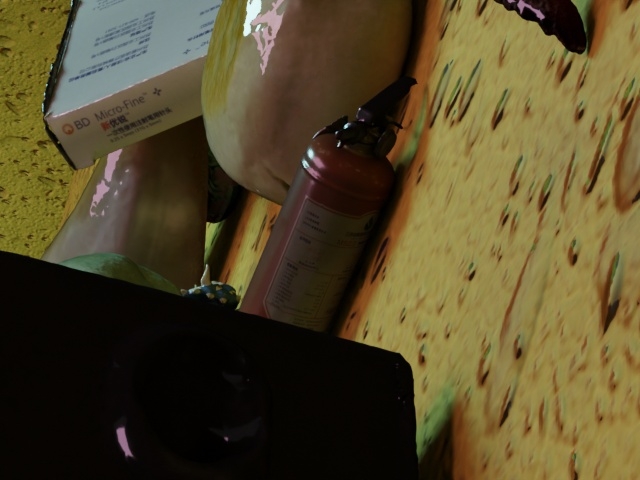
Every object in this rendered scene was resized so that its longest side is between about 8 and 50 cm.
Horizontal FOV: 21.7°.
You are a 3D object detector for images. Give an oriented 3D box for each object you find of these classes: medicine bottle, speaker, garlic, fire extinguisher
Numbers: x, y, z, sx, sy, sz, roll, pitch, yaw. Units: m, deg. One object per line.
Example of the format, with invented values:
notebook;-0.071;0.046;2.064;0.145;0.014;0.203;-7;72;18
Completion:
medicine bottle;-0.087;-0.150;1.134;0.201;0.052;0.171;-21;37;19
speaker;-0.078;0.178;0.590;0.254;0.184;0.232;-90;21;-47
garlic;-0.148;0.007;1.257;0.143;0.112;0.318;50;126;49
fire extinguisher;0.000;0.000;0.821;0.062;0.050;0.177;-17;-43;-56

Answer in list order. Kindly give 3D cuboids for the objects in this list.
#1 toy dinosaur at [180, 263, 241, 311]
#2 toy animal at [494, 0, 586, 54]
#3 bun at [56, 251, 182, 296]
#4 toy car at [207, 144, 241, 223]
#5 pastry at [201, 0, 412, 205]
toy dinosaur;-0.075;0.057;1.064;0.030;0.047;0.083;124;161;-48
toy animal;0.081;-0.197;0.568;0.260;0.087;0.243;39;146;42
bun;-0.141;0.106;1.104;0.195;0.118;0.195;10;-90;-79
toy car;-0.085;-0.077;1.285;0.069;0.055;0.142;117;151;-42
pastry;-0.011;-0.094;0.900;0.156;0.092;0.156;-170;90;-77
